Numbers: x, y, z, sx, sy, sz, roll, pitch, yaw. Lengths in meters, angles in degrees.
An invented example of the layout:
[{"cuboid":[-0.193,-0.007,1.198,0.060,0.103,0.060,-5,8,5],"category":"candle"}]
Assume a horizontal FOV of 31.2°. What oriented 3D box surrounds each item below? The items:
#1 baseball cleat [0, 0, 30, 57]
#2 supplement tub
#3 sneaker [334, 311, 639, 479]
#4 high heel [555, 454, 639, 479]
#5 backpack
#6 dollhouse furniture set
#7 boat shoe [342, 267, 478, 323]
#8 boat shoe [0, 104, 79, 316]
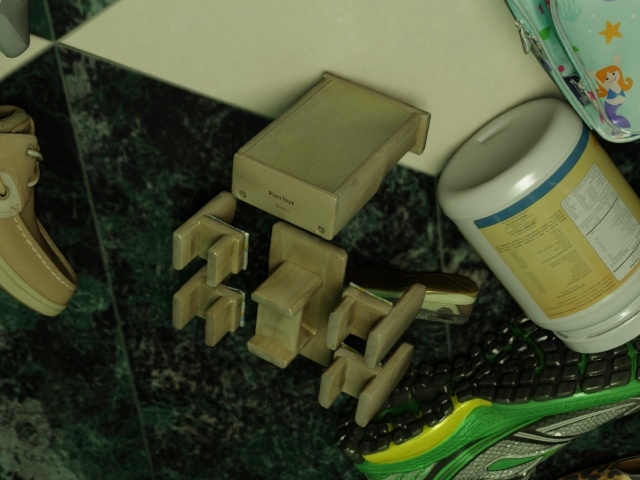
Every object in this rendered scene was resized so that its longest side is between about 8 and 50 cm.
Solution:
[{"cuboid":[-0.256,-0.256,0.965,0.109,0.072,0.206,-10,120,0],"category":"baseball cleat"},{"cuboid":[0.214,-0.011,1.025,0.144,0.144,0.200,-34,111,18],"category":"supplement tub"},{"cuboid":[0.194,0.171,1.142,0.343,0.134,0.146,-23,121,23],"category":"sneaker"},{"cuboid":[0.354,0.182,1.167,0.261,0.093,0.186,-8,99,16],"category":"high heel"},{"cuboid":[0.250,-0.223,0.901,0.225,0.191,0.253,-32,105,15],"category":"backpack"},{"cuboid":[0.000,0.000,1.036,0.212,0.161,0.242,25,133,19],"category":"dollhouse furniture set"},{"cuboid":[0.076,0.059,1.116,0.152,0.056,0.049,5,112,0],"category":"boat shoe"},{"cuboid":[-0.303,-0.073,1.030,0.110,0.121,0.341,-34,125,-6],"category":"boat shoe"}]
